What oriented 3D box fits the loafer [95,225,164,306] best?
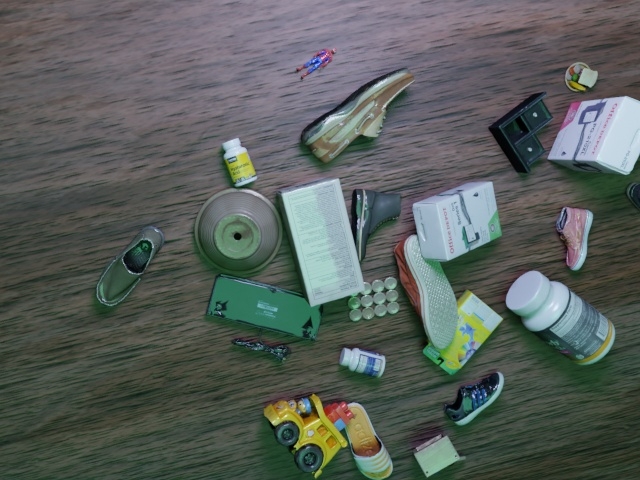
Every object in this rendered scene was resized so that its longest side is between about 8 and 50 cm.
[{"bbox_3d":[-0.508,0.071,1.424,0.094,0.087,0.251,35,95,-11],"label":"loafer"}]

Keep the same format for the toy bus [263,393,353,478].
[{"bbox_3d":[-0.022,0.513,1.535,0.211,0.149,0.220,-39,99,-10],"label":"toy bus"}]

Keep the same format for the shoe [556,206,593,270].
[{"bbox_3d":[0.714,-0.006,1.559,0.081,0.063,0.178,11,93,-7],"label":"shoe"}]

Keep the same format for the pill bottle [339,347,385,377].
[{"bbox_3d":[0.118,0.345,1.551,0.120,0.067,0.067,17,98,-9],"label":"pill bottle"}]

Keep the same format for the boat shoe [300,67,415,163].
[{"bbox_3d":[0.106,-0.320,1.415,0.324,0.122,0.120,-33,107,9],"label":"boat shoe"}]

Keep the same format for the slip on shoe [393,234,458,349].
[{"bbox_3d":[0.291,0.143,1.511,0.123,0.101,0.331,-24,97,-29],"label":"slip on shoe"}]

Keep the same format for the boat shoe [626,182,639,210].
[{"bbox_3d":[0.973,-0.090,1.567,0.206,0.065,0.075,37,94,-11],"label":"boat shoe"}]

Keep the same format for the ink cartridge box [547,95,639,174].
[{"bbox_3d":[0.724,-0.271,1.420,0.100,0.237,0.172,20,97,-9],"label":"ink cartridge box"}]

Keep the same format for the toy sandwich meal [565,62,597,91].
[{"bbox_3d":[0.714,-0.448,1.493,0.086,0.029,0.085,-1,100,-6],"label":"toy sandwich meal"}]

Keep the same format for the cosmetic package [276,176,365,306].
[{"bbox_3d":[0.000,0.000,1.448,0.160,0.113,0.309,-15,102,-10],"label":"cosmetic package"}]

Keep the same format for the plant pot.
[{"bbox_3d":[-0.214,-0.019,1.430,0.237,0.110,0.237,-1,101,-7],"label":"plant pot"}]

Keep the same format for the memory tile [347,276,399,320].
[{"bbox_3d":[0.149,0.167,1.548,0.148,0.012,0.113,-10,104,-5],"label":"memory tile"}]

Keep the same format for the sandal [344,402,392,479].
[{"bbox_3d":[0.132,0.605,1.595,0.102,0.076,0.265,-26,102,-1],"label":"sandal"}]

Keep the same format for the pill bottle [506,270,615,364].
[{"bbox_3d":[0.674,0.216,1.542,0.278,0.162,0.162,35,95,-10],"label":"pill bottle"}]

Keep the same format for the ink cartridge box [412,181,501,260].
[{"bbox_3d":[0.366,-0.053,1.453,0.219,0.093,0.160,-22,104,-31],"label":"ink cartridge box"}]

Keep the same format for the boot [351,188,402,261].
[{"bbox_3d":[0.156,-0.039,1.487,0.137,0.077,0.197,1,101,-12],"label":"boot"}]

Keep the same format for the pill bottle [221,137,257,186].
[{"bbox_3d":[-0.214,-0.204,1.419,0.065,0.065,0.116,-21,101,-2],"label":"pill bottle"}]

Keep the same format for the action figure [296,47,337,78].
[{"bbox_3d":[-0.006,-0.465,1.415,0.115,0.030,0.038,-35,97,-1],"label":"action figure"}]

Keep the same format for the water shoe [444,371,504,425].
[{"bbox_3d":[0.453,0.456,1.605,0.080,0.073,0.203,42,93,-9],"label":"water shoe"}]

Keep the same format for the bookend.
[{"bbox_3d":[0.572,-0.292,1.485,0.156,0.072,0.157,-36,102,1],"label":"bookend"}]

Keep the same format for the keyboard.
[{"bbox_3d":[-0.159,0.222,1.519,0.317,0.033,0.201,16,91,-8],"label":"keyboard"}]

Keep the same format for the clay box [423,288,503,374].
[{"bbox_3d":[0.403,0.267,1.575,0.127,0.053,0.222,39,95,-9],"label":"clay box"}]

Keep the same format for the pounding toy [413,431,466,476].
[{"bbox_3d":[0.354,0.635,1.604,0.130,0.141,0.100,-29,74,0],"label":"pounding toy"}]
